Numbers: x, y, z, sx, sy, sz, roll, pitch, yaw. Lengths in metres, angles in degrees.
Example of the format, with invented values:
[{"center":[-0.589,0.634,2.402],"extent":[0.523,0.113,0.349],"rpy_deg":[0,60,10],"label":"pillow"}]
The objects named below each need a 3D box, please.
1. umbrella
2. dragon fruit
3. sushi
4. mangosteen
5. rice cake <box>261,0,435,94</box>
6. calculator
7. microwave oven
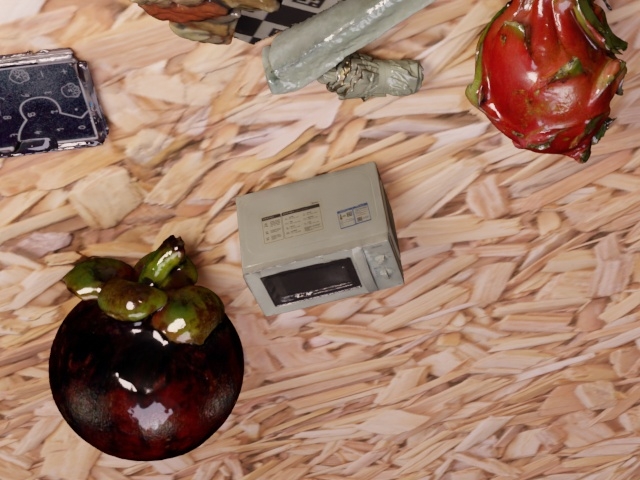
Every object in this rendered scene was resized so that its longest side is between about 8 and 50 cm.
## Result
[{"center":[0.060,-0.206,1.492],"extent":[0.143,0.062,0.067],"rpy_deg":[1,174,-23],"label":"umbrella"},{"center":[0.295,-0.223,1.429],"extent":[0.200,0.198,0.269],"rpy_deg":[17,123,-14],"label":"dragon fruit"},{"center":[-0.138,-0.260,1.240],"extent":[0.320,0.068,0.339],"rpy_deg":[16,168,-29],"label":"sushi"},{"center":[-0.254,0.173,1.755],"extent":[0.311,0.311,0.311],"rpy_deg":[-5,143,-4],"label":"mangosteen"},{"center":[0.066,-0.276,1.396],"extent":[0.336,0.066,0.063],"rpy_deg":[-27,139,24],"label":"rice cake"},{"center":[-0.413,-0.163,1.483],"extent":[0.274,0.028,0.165],"rpy_deg":[-7,143,-1],"label":"calculator"},{"center":[0.000,0.000,1.662],"extent":[0.208,0.162,0.122],"rpy_deg":[-14,142,8],"label":"microwave oven"}]
